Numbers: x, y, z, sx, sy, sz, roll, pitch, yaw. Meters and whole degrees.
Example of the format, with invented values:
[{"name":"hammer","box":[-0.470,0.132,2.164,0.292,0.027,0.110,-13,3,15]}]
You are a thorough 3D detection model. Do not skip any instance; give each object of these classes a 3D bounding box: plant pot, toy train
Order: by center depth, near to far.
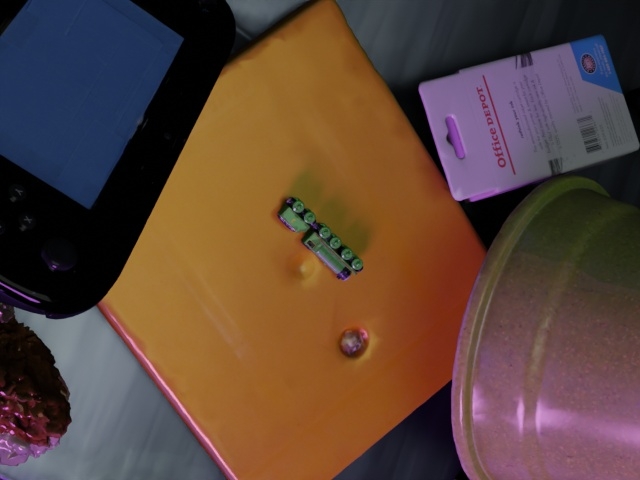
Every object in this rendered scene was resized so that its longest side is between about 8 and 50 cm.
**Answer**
[{"name":"plant pot","box":[0.281,0.104,0.810,0.276,0.254,0.276,-20,117,-47]},{"name":"toy train","box":[0.000,0.000,0.816,0.023,0.017,0.083,-46,109,-1]}]

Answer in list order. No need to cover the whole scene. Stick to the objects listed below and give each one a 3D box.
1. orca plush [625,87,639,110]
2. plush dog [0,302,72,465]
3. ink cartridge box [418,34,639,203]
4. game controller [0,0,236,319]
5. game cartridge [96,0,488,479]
[{"name":"orca plush","box":[0.374,-0.029,0.996,0.151,0.102,0.287,-33,101,32]},{"name":"plush dog","box":[-0.268,0.049,0.651,0.263,0.225,0.210,7,94,-22]},{"name":"ink cartridge box","box":[0.162,-0.097,0.885,0.180,0.060,0.104,-16,88,-19]},{"name":"game controller","box":[-0.162,-0.099,0.682,0.166,0.067,0.319,40,44,-22]},{"name":"game cartridge","box":[-0.023,0.018,0.846,0.285,0.053,0.323,-37,106,-14]}]
